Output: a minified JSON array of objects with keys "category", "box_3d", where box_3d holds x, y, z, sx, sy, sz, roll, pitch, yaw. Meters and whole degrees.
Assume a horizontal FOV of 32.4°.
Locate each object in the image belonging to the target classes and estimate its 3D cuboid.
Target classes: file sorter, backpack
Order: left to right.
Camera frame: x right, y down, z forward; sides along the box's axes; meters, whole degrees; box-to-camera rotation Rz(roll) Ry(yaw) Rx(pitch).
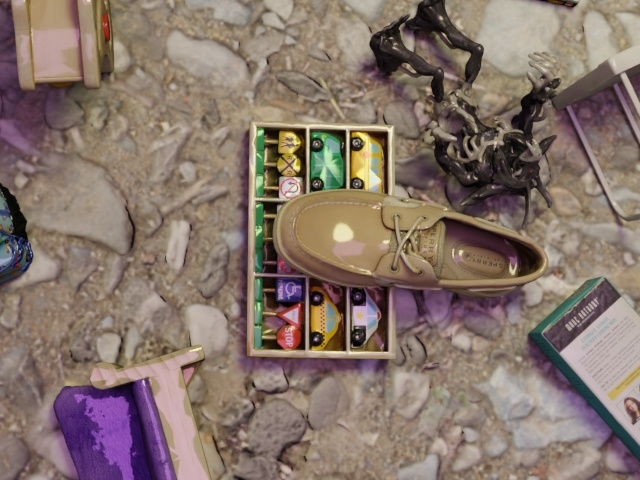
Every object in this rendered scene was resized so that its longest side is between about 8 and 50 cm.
[{"category":"backpack","box_3d":[-0.390,-0.002,1.141,0.158,0.173,0.116,-25,86,-8]},{"category":"file sorter","box_3d":[0.442,-0.160,1.222,0.278,0.193,0.173,-26,89,-7]}]

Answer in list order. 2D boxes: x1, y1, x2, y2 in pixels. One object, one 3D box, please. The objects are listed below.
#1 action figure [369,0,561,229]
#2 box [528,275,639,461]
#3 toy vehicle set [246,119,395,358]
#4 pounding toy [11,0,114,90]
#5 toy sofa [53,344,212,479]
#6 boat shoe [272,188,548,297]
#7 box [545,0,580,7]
[{"category":"action figure","box_3d":[0.177,-0.147,1.224,0.164,0.141,0.275,-36,86,-19]},{"category":"box","box_3d":[0.356,0.165,1.243,0.100,0.060,0.244,-40,88,-8]},{"category":"toy vehicle set","box_3d":[0.000,0.000,1.243,0.166,0.035,0.266,0,84,-5]},{"category":"pounding toy","box_3d":[-0.303,-0.234,1.174,0.155,0.269,0.154,-3,124,-5]},{"category":"toy sofa","box_3d":[-0.159,0.297,1.140,0.177,0.150,0.362,-15,85,-8]},{"category":"boat shoe","box_3d":[0.100,0.003,1.184,0.302,0.098,0.109,11,80,-20]},{"category":"box","box_3d":[0.247,-0.338,1.305,0.137,0.027,0.094,12,84,-4]}]
